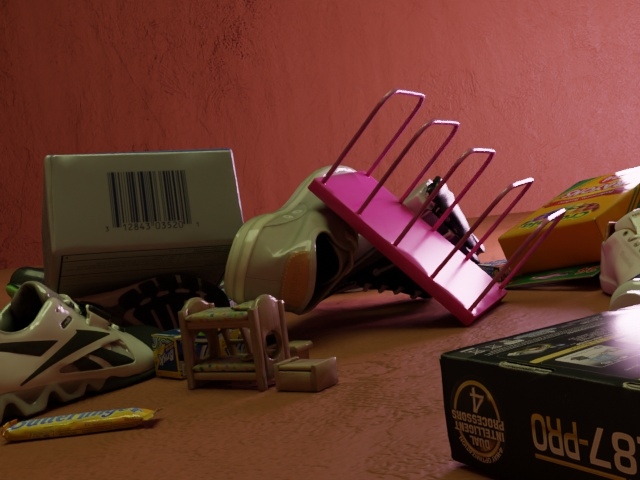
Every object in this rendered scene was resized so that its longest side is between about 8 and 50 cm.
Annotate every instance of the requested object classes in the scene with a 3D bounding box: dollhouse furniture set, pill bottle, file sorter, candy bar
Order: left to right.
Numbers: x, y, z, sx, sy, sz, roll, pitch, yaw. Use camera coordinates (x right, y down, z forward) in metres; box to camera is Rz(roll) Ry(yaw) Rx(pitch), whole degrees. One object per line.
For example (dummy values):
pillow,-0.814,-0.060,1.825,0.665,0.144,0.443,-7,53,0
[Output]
candy bar,-0.241,0.183,1.013,0.162,0.018,0.040,-6,4,2
dollhouse furniture set,-0.040,0.104,1.165,0.182,0.101,0.161,-5,5,34
file sorter,0.175,-0.058,1.421,0.182,0.291,0.202,-53,-14,19
pill bottle,0.362,0.073,1.127,0.067,0.067,0.120,-5,5,32

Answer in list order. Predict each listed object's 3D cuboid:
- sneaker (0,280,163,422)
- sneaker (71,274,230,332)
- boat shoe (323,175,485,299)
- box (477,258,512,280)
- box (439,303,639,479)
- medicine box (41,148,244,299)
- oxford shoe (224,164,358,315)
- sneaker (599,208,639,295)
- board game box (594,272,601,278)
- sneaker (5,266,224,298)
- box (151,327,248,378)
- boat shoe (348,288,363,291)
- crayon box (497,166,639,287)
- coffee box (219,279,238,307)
sneaker,-0.302,0.115,1.219,0.122,0.146,0.330,-7,2,29
sneaker,-0.283,0.112,1.491,0.300,0.111,0.121,-6,0,-10
boat shoe,0.108,0.052,1.649,0.340,0.158,0.127,-37,5,31
box,0.352,0.046,1.784,0.137,0.027,0.094,-9,5,-21
box,0.333,0.094,0.702,0.395,0.097,0.318,-9,3,-28
medicine box,-0.272,-0.010,1.493,0.264,0.149,0.289,-4,-18,-18
oxford shoe,0.000,0.000,1.487,0.130,0.169,0.449,13,19,15
sneaker,0.436,0.021,1.342,0.106,0.123,0.290,-6,5,-6
board game box,0.485,0.021,1.605,0.126,0.026,0.186,-27,4,0
sneaker,-0.351,0.040,1.903,0.483,0.202,0.185,-9,4,-26
box,-0.128,0.131,1.286,0.169,0.054,0.059,-10,5,-41
boat shoe,0.094,0.036,1.880,0.305,0.109,0.091,-2,3,-4
crayon box,0.437,-0.027,1.651,0.318,0.081,0.202,-31,11,-38
coffee box,-0.149,0.097,1.683,0.113,0.040,0.184,-5,15,39
